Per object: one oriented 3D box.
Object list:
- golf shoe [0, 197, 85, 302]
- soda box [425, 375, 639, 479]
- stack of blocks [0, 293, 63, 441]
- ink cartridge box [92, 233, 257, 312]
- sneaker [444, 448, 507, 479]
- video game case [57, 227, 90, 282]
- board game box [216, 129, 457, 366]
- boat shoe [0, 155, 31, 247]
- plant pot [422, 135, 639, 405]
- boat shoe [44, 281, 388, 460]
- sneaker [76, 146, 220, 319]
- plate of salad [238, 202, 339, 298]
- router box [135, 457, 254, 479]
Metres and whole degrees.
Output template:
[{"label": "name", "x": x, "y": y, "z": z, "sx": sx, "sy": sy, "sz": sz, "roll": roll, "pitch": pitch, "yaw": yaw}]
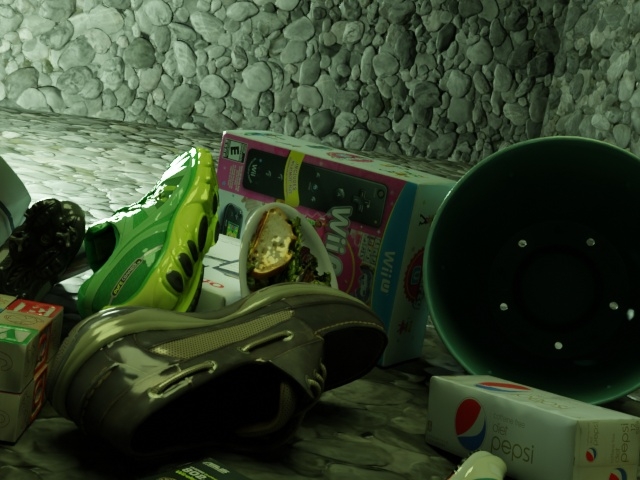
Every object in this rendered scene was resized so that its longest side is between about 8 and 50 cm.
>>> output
[{"label": "golf shoe", "x": -0.291, "y": 0.041, "z": 1.021, "sx": 0.077, "sy": 0.198, "sz": 0.094, "roll": 47, "pitch": 6, "yaw": -5}, {"label": "soda box", "x": 0.182, "y": 0.170, "z": 0.955, "sx": 0.074, "sy": 0.069, "sz": 0.216, "roll": 4, "pitch": 1, "yaw": -27}, {"label": "stack of blocks", "x": -0.384, "y": 0.090, "z": 0.893, "sx": 0.297, "sy": 0.087, "sz": 0.171, "roll": 10, "pitch": 12, "yaw": -2}, {"label": "ink cartridge box", "x": -0.121, "y": 0.067, "z": 1.202, "sx": 0.172, "sy": 0.100, "sz": 0.237, "roll": 15, "pitch": 13, "yaw": 25}, {"label": "sneaker", "x": 0.122, "y": 0.218, "z": 0.841, "sx": 0.075, "sy": 0.057, "sz": 0.161, "roll": 34, "pitch": 19, "yaw": 23}, {"label": "video game case", "x": -0.284, "y": 0.021, "z": 1.208, "sx": 0.206, "sy": 0.026, "sz": 0.227, "roll": -22, "pitch": 0, "yaw": 22}, {"label": "board game box", "x": 0.000, "y": 0.000, "z": 1.332, "sx": 0.303, "sy": 0.224, "sz": 0.097, "roll": 17, "pitch": 12, "yaw": 33}, {"label": "boat shoe", "x": -0.391, "y": -0.026, "z": 1.076, "sx": 0.136, "sy": 0.156, "sz": 0.367, "roll": 42, "pitch": -17, "yaw": -1}, {"label": "plant pot", "x": 0.276, "y": 0.047, "z": 1.246, "sx": 0.293, "sy": 0.293, "sz": 0.235, "roll": 13, "pitch": -5, "yaw": 13}, {"label": "boat shoe", "x": -0.065, "y": 0.131, "z": 0.954, "sx": 0.355, "sy": 0.132, "sz": 0.130, "roll": -7, "pitch": 39, "yaw": -41}, {"label": "sneaker", "x": -0.168, "y": -0.013, "z": 1.064, "sx": 0.123, "sy": 0.109, "sz": 0.295, "roll": 3, "pitch": 28, "yaw": 4}, {"label": "plate of salad", "x": -0.021, "y": 0.054, "z": 1.138, "sx": 0.048, "sy": 0.200, "sz": 0.200, "roll": -15, "pitch": -1, "yaw": 28}, {"label": "router box", "x": -0.070, "y": 0.201, "z": 0.758, "sx": 0.122, "sy": 0.038, "sz": 0.092, "roll": 18, "pitch": 13, "yaw": 35}]
